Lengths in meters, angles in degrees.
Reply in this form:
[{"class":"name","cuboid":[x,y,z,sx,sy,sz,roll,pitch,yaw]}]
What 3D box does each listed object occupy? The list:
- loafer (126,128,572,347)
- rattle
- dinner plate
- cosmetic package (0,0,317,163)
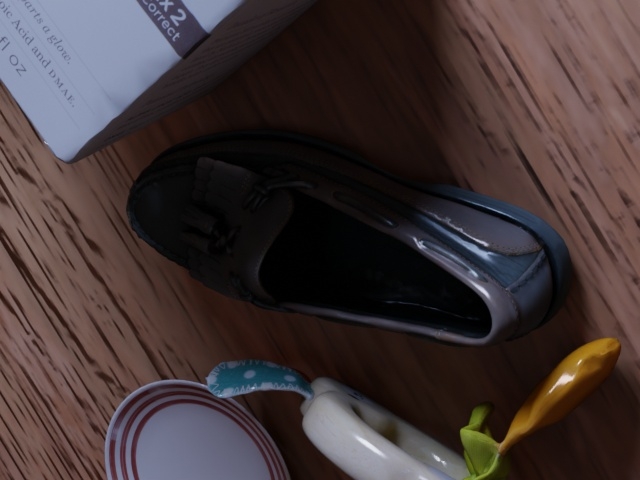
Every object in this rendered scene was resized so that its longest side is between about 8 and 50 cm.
[{"class":"loafer","cuboid":[0.000,0.000,0.853,0.268,0.084,0.096,12,114,24]},{"class":"rattle","cuboid":[0.043,0.073,0.870,0.200,0.130,0.142,37,114,43]},{"class":"dinner plate","cuboid":[-0.076,0.152,0.992,0.141,0.017,0.141,10,113,24]},{"class":"cosmetic package","cuboid":[-0.080,-0.163,0.793,0.184,0.151,0.151,-38,90,33]}]
